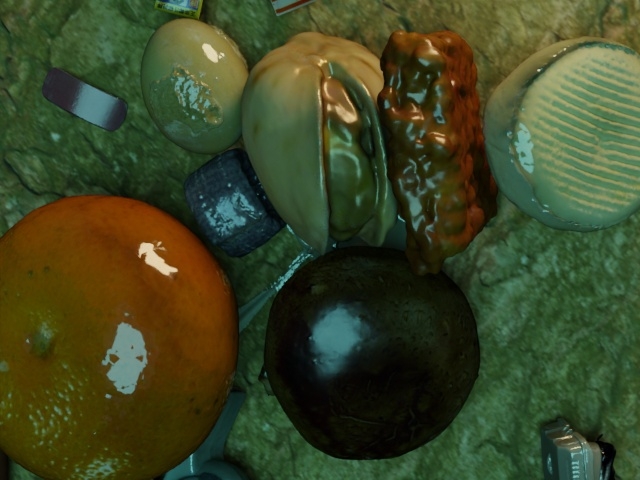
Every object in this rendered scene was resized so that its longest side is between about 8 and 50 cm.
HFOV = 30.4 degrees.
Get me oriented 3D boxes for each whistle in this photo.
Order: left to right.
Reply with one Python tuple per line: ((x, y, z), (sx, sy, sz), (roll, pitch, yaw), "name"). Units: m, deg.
((-0.159, 0.385, 1.838), (0.164, 0.163, 0.289), (24, 103, 1), "whistle")

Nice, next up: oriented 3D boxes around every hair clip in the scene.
((-0.363, -0.215, 1.800), (0.137, 0.022, 0.054), (27, 101, 1), "hair clip")

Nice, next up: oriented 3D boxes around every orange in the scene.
((-0.308, 0.145, 1.704), (0.424, 0.326, 0.423), (0, 91, 21), "orange")

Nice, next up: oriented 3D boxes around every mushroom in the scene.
((0.079, 0.173, 1.725), (0.345, 0.345, 0.239), (-31, 54, 12), "mushroom")

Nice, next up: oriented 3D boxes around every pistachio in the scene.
((0.008, -0.140, 1.647), (0.229, 0.238, 0.321), (-11, 76, -9), "pistachio")

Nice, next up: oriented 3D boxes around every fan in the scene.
((0.000, 0.000, 1.806), (0.233, 0.012, 0.414), (42, 103, -2), "fan")

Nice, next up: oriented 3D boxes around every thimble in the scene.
((-0.126, -0.056, 1.742), (0.098, 0.150, 0.150), (-30, 97, 12), "thimble")

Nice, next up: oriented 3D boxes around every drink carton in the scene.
((-0.190, -0.409, 1.702), (0.071, 0.056, 0.165), (14, 114, -4), "drink carton")

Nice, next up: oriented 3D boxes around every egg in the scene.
((-0.180, -0.222, 1.705), (0.164, 0.164, 0.201), (-20, 93, 10), "egg")

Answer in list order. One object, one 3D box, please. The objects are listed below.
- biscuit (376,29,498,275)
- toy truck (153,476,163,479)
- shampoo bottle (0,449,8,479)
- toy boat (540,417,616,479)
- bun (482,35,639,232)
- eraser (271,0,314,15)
((0.162, -0.131, 1.606), (0.111, 0.312, 0.318), (-7, 98, 19), "biscuit")
((-0.305, 0.408, 1.874), (0.101, 0.125, 0.242), (15, 102, 4), "toy truck")
((-0.549, 0.340, 1.912), (0.086, 0.085, 0.244), (2, 100, 6), "shampoo bottle")
((0.411, 0.404, 1.787), (0.141, 0.141, 0.269), (-20, 101, 11), "toy boat")
((0.353, -0.148, 1.651), (0.287, 0.146, 0.287), (-2, 95, -20), "bun")
((-0.037, -0.453, 1.674), (0.157, 0.038, 0.230), (-15, 102, 35), "eraser")
